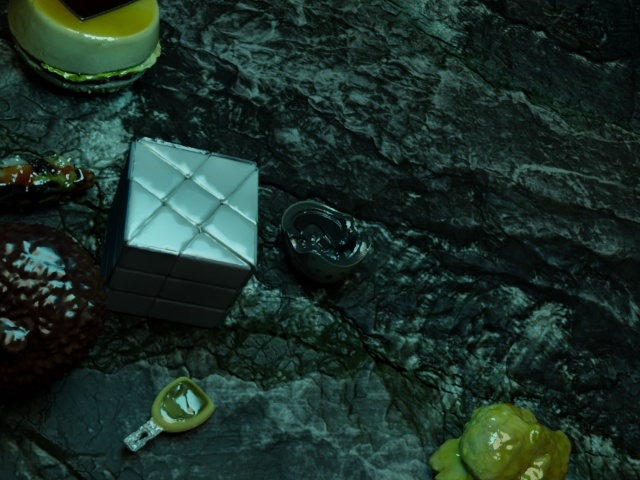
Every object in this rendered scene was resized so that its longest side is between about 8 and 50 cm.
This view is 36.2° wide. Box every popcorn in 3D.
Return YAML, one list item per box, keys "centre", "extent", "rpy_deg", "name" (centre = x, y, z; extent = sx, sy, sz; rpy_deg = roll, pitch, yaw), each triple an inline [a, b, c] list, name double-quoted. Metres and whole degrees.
- centre: [0.317, 0.379, 1.691]
  extent: [0.191, 0.190, 0.254]
  rpy_deg: [42, 51, 17]
  name: "popcorn"

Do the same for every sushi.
- centre: [-0.495, -0.103, 1.702]
  extent: [0.226, 0.097, 0.103]
  rpy_deg: [-6, 63, -48]
  name: "sushi"

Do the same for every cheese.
- centre: [-0.250, 0.286, 1.568]
  extent: [0.086, 0.036, 0.162]
  rpy_deg: [45, 48, 12]
  name: "cheese"

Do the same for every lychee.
- centre: [-0.452, 0.102, 1.452]
  extent: [0.264, 0.264, 0.300]
  rpy_deg: [27, 16, -7]
  name: "lychee"

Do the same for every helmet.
- centre: [0.001, 0.016, 1.865]
  extent: [0.153, 0.107, 0.177]
  rpy_deg: [-16, 45, -32]
  name: "helmet"

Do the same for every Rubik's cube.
- centre: [-0.242, -0.007, 1.668]
  extent: [0.222, 0.224, 0.231]
  rpy_deg: [11, 52, -18]
  name: "Rubik's cube"

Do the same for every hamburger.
- centre: [-0.457, -0.414, 1.904]
  extent: [0.300, 0.176, 0.300]
  rpy_deg: [14, 51, -17]
  name: "hamburger"
